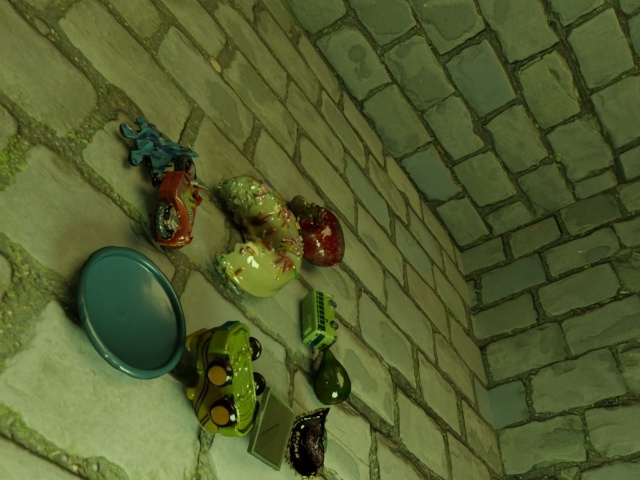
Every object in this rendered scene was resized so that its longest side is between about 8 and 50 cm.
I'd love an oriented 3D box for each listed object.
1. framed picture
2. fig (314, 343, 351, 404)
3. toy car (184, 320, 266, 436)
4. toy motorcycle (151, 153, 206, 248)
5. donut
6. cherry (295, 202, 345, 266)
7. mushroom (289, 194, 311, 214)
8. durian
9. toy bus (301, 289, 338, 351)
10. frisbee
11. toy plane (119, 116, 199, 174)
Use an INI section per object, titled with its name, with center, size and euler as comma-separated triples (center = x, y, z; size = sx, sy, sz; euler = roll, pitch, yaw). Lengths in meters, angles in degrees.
[framed picture]
center = -0.112, 0.448, 1.339
size = 0.203, 0.015, 0.150
euler = 64, 35, -54
[fig]
center = 0.034, 0.396, 1.679
size = 0.117, 0.117, 0.177
euler = 17, 68, -59
[toy car]
center = -0.220, 0.303, 1.243
size = 0.200, 0.142, 0.247
euler = -10, 96, -75
[toy motorcycle]
center = -0.351, -0.085, 1.383
size = 0.298, 0.089, 0.171
euler = -86, 168, -52
[donut]
center = -0.170, -0.006, 1.631
size = 0.307, 0.150, 0.371
euler = 41, 32, -41
[cherry]
center = 0.000, 0.000, 1.933
size = 0.249, 0.175, 0.192
euler = 51, 13, -32
[mushroom]
center = -0.029, -0.073, 2.064
size = 0.223, 0.092, 0.081
euler = 56, -18, -25
[durian]
center = -0.041, 0.531, 1.470
size = 0.108, 0.119, 0.186
euler = 97, -1, -59
[toy bus]
center = -0.007, 0.249, 1.772
size = 0.101, 0.088, 0.175
euler = 25, 39, -26
[frisbee]
center = -0.390, 0.149, 1.164
size = 0.289, 0.049, 0.289
euler = 50, 25, -33
[toy plane]
center = -0.407, -0.234, 1.472
size = 0.246, 0.078, 0.169
euler = 6, 61, -67
